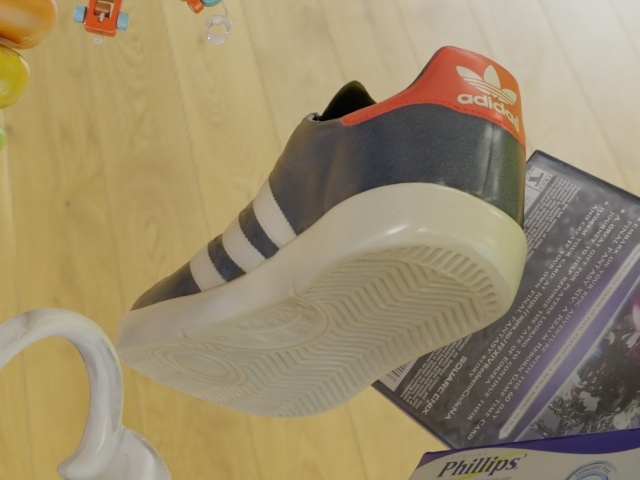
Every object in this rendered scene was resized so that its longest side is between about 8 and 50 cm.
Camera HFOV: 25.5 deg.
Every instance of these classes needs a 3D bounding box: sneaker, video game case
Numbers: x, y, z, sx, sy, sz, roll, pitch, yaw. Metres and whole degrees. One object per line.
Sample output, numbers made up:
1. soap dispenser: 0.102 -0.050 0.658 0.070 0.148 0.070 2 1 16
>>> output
1. sneaker: 0.000 0.000 0.814 0.131 0.350 0.148 27 60 -26
2. video game case: 0.158 0.066 0.843 0.196 0.026 0.274 -53 36 -1

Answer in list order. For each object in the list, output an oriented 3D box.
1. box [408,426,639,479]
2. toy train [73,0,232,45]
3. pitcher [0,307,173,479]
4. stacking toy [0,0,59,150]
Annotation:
1. box: 0.104 0.137 0.491 0.137 0.126 0.072 48 53 -20
2. toy train: -0.173 -0.255 1.501 0.166 0.046 0.125 6 79 -3
3. pitcher: -0.145 0.138 0.557 0.207 0.177 0.125 -27 15 -35
4. stacking toy: -0.206 -0.063 0.664 0.175 0.166 0.302 13 89 26
